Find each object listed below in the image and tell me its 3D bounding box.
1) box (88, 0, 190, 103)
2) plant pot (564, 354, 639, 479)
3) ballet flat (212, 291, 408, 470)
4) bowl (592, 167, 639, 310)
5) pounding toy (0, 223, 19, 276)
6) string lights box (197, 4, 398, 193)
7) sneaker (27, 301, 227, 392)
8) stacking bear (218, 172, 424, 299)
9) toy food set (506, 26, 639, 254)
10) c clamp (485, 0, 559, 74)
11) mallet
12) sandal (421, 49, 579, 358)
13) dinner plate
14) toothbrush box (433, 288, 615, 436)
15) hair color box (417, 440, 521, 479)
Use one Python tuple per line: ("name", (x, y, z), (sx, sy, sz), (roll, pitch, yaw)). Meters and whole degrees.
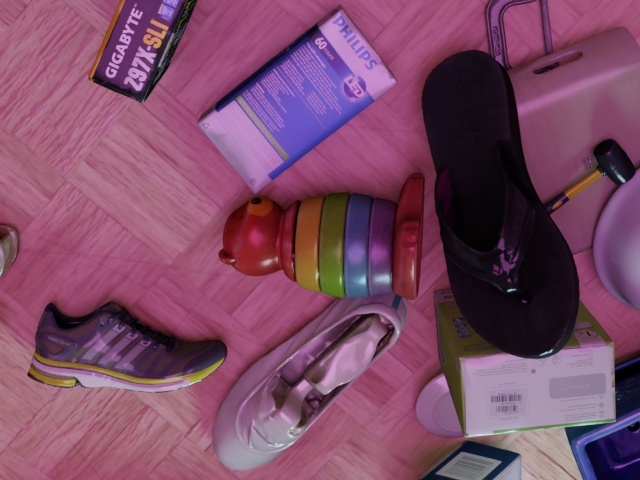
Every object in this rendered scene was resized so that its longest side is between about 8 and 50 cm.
("box", (-0.192, -0.325, 1.379), (0.079, 0.322, 0.257), (22, 105, -9))
("plant pot", (0.494, 0.304, 1.629), (0.235, 0.212, 0.236), (-24, 106, 5))
("ballet flat", (-0.024, 0.216, 1.633), (0.139, 0.139, 0.400), (43, 101, -12))
("bowl", (0.553, 0.018, 1.549), (0.297, 0.134, 0.298), (-5, 123, -8))
("pounding toy", (-0.539, 0.023, 1.552), (0.154, 0.155, 0.269), (-36, 103, 13))
("string lights box", (-0.033, -0.201, 1.544), (0.259, 0.077, 0.133), (-37, 104, 8))
("sneaker", (-0.289, 0.156, 1.625), (0.299, 0.111, 0.121), (1, 102, -4))
("stacking bear", (0.000, 0.000, 1.565), (0.288, 0.175, 0.164), (3, 130, 7))
("toy food set", (0.381, -0.129, 1.579), (0.219, 0.092, 0.306), (-21, 113, 3))
("c clamp", (0.306, -0.304, 1.552), (0.137, 0.022, 0.161), (-4, 105, -1))
("mallet", (0.362, -0.062, 1.539), (0.062, 0.039, 0.189), (39, 109, -21))
("sandal", (0.208, -0.053, 1.426), (0.167, 0.107, 0.446), (-27, 64, 29))
("dinner plate", (0.219, 0.259, 1.690), (0.141, 0.017, 0.141), (-5, 122, -8))
("toothbrush box", (0.282, 0.158, 1.545), (0.206, 0.283, 0.122), (-6, 107, 0))
("hair color box", (0.233, 0.511, 1.689), (0.105, 0.174, 0.348), (8, 108, 36))
